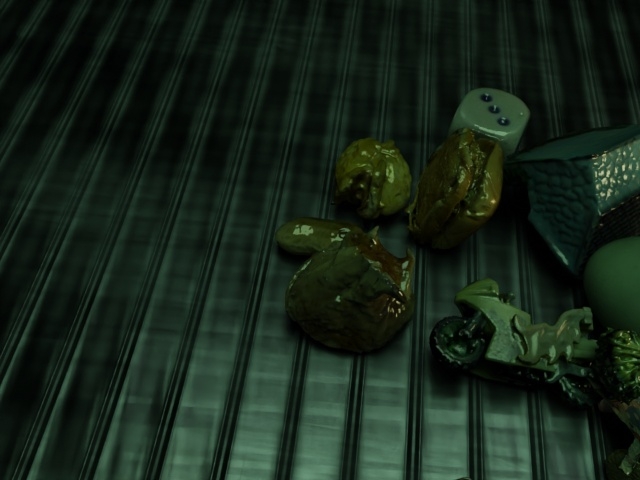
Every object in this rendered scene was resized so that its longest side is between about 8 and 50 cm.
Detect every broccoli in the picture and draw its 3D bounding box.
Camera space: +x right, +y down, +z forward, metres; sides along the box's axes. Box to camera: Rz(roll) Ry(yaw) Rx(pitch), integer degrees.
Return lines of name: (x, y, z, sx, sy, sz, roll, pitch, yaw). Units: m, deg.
broccoli: (0.726, 0.255, 1.372, 0.304, 0.145, 0.165, -4, 74, 20)

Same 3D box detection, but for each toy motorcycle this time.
toy motorcycle: (0.452, 0.225, 1.512, 0.410, 0.169, 0.237, 18, 62, -2)

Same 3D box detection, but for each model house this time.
model house: (0.693, -0.096, 1.727, 0.360, 0.339, 0.297, -24, 14, -34)

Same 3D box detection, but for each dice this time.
dice: (0.465, -0.296, 1.879, 0.192, 0.194, 0.193, 25, 55, 14)

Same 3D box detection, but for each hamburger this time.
hamburger: (0.344, -0.135, 1.719, 0.158, 0.318, 0.318, 25, 53, -13)

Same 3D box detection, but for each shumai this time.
shumai: (0.078, 0.109, 1.492, 0.314, 0.262, 0.267, -6, 75, -7)
shumai: (0.659, 0.483, 1.382, 0.087, 0.099, 0.123, -9, 68, -32)

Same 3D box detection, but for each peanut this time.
peanut: (0.000, 0.000, 1.690, 0.236, 0.110, 0.120, 7, 68, 4)

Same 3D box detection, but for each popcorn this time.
popcorn: (0.142, -0.161, 1.775, 0.190, 0.191, 0.253, 28, 51, -24)

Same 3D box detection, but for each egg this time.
egg: (0.789, 0.141, 1.519, 0.389, 0.276, 0.276, 33, 59, 16)

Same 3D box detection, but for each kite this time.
kite: (0.663, 0.410, 1.387, 0.314, 0.011, 0.335, -10, 57, -49)

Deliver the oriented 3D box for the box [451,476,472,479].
box: (0.161, 0.563, 1.170, 0.225, 0.297, 0.190, -10, 58, -11)
